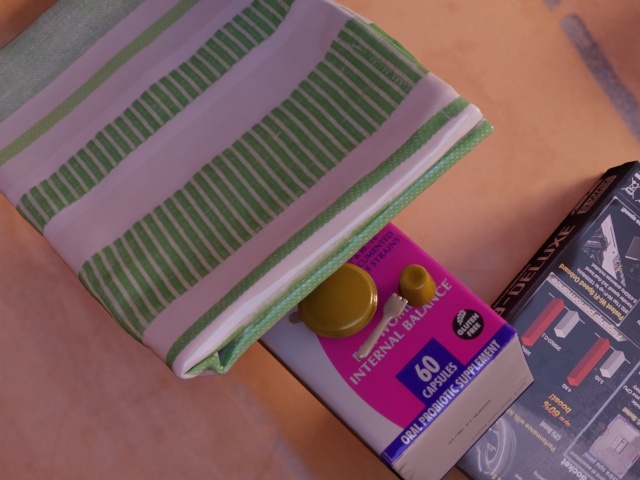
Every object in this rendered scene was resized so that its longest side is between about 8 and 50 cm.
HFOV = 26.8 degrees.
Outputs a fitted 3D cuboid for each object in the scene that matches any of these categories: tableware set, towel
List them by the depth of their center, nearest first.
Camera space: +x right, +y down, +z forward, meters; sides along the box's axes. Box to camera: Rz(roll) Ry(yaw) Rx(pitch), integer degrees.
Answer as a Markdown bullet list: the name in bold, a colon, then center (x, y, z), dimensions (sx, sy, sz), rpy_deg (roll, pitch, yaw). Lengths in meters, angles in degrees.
- **tableware set**: center (0.000, 0.000, 0.820), dimensions (0.154, 0.024, 0.104), rpy_deg (32, 76, 23)
- **towel**: center (-0.082, -0.081, 0.850), dimensions (0.248, 0.038, 0.325), rpy_deg (-42, 53, -6)

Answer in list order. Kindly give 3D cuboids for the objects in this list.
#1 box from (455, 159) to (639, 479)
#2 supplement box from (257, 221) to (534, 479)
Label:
- **box**: center (0.250, 0.135, 0.943), dimensions (0.307, 0.076, 0.242), rpy_deg (40, 85, -2)
- **supplement box**: center (0.017, 0.044, 0.871), dimensions (0.111, 0.114, 0.220), rpy_deg (-46, 65, -6)
